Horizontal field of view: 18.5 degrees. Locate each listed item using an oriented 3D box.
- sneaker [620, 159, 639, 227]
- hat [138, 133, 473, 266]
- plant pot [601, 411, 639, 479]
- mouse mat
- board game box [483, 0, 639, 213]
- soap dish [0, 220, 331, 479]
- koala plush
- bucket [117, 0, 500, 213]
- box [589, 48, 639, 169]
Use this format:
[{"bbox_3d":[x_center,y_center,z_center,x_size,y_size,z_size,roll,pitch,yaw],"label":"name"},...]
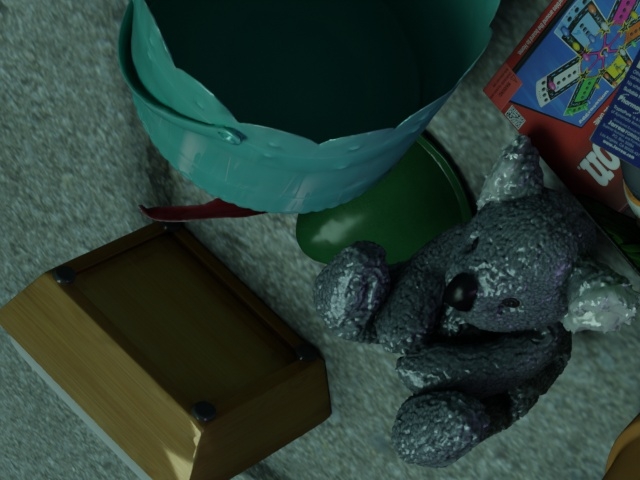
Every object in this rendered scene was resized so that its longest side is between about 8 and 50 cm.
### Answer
[{"bbox_3d":[0.334,0.002,1.269,0.321,0.126,0.127,35,149,33],"label":"sneaker"},{"bbox_3d":[0.000,0.000,1.696,0.208,0.183,0.173,3,123,55],"label":"hat"},{"bbox_3d":[0.300,0.276,1.523,0.291,0.203,0.291,37,146,31],"label":"plant pot"},{"bbox_3d":[0.266,0.036,1.353,0.007,0.189,0.152,-53,46,19],"label":"mouse mat"},{"bbox_3d":[0.220,-0.125,1.404,0.145,0.027,0.281,49,150,8],"label":"board game box"},{"bbox_3d":[-0.153,0.113,2.016,0.291,0.229,0.118,42,132,21],"label":"soap dish"},{"bbox_3d":[0.143,0.033,1.537,0.196,0.203,0.221,58,142,20],"label":"koala plush"},{"bbox_3d":[-0.018,-0.163,1.478,0.281,0.281,0.183,50,156,9],"label":"bucket"},{"bbox_3d":[0.275,-0.129,1.210,0.136,0.036,0.225,34,104,33],"label":"box"}]
